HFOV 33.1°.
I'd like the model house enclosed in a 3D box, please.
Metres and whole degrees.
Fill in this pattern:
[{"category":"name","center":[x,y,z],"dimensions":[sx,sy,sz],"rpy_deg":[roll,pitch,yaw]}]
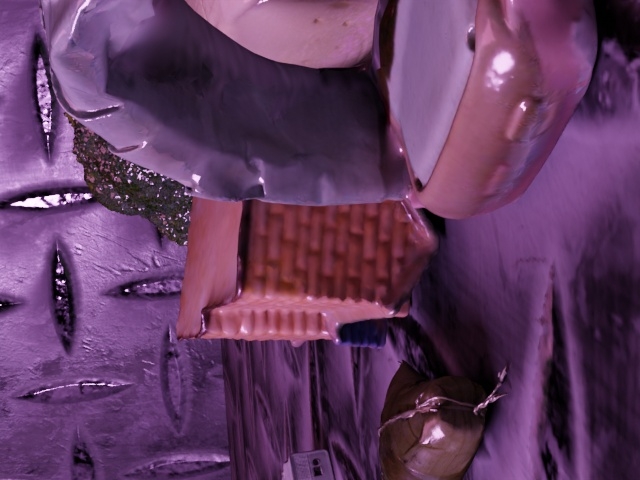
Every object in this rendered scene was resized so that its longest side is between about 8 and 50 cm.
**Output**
[{"category":"model house","center":[0.000,0.000,0.789],"dimensions":[0.183,0.172,0.166],"rpy_deg":[161,117,-71]}]

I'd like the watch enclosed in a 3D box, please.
[{"category":"watch","center":[-0.010,-0.104,0.518],"dimensions":[0.253,0.241,0.161],"rpy_deg":[103,157,-61]}]

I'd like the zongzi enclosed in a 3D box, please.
[{"category":"zongzi","center":[0.074,0.090,0.704],"dimensions":[0.154,0.062,0.130],"rpy_deg":[104,170,-46]}]

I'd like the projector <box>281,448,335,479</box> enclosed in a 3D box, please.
[{"category":"projector","center":[-0.010,0.339,1.272],"dimensions":[0.115,0.061,0.147],"rpy_deg":[95,167,-51]}]

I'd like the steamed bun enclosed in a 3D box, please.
[{"category":"steamed bun","center":[-0.018,-0.205,0.752],"dimensions":[0.250,0.155,0.200],"rpy_deg":[141,120,-76]}]

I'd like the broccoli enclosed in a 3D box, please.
[{"category":"broccoli","center":[-0.158,-0.157,1.312],"dimensions":[0.283,0.321,0.303],"rpy_deg":[-61,-8,-47]}]
